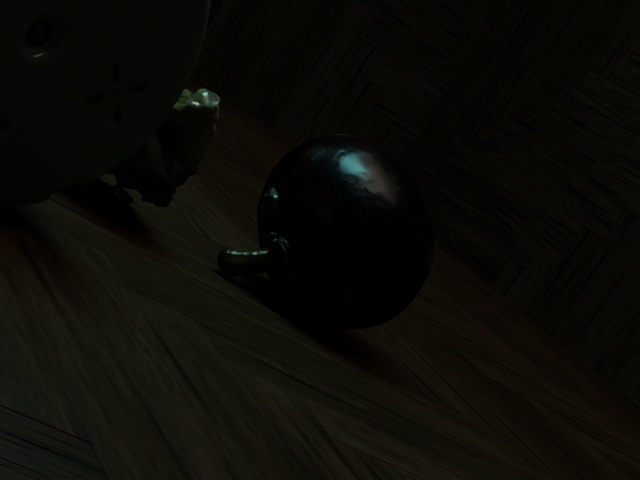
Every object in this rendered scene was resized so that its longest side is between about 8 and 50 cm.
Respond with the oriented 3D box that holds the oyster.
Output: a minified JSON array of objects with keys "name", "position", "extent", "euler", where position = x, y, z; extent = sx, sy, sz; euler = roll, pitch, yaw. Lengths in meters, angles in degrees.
[{"name":"oyster","position":[-0.239,-0.157,1.672],"extent":[0.351,0.115,0.238],"euler":[13,-33,47]}]

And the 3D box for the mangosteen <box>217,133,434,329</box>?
[{"name":"mangosteen","position":[0.000,0.000,1.738],"extent":[0.261,0.236,0.235],"euler":[-19,39,-29]}]

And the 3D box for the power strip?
[{"name":"power strip","position":[-0.272,-0.217,1.265],"extent":[0.357,0.357,0.161],"euler":[25,12,-49]}]
